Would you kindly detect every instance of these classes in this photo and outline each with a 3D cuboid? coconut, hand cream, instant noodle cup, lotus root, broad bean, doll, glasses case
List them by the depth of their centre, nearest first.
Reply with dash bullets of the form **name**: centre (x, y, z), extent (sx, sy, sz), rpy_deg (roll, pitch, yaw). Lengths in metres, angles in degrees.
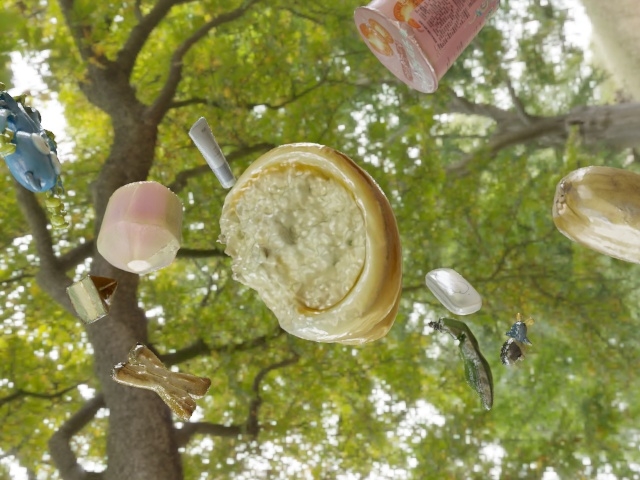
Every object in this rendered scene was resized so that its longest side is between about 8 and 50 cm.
- **broad bean**: centre (0.278, 0.218, 1.411), extent (0.195, 0.061, 0.046), rpy_deg (56, -173, 2)
- **lotus root**: centre (0.601, -0.039, 1.423), extent (0.169, 0.342, 0.152), rpy_deg (110, 175, -53)
- **instant noodle cup**: centre (0.232, -0.480, 1.614), extent (0.231, 0.243, 0.243), rpy_deg (-47, -35, -4)
- **doll**: centre (-0.643, -0.209, 1.722), extent (0.341, 0.098, 0.346), rpy_deg (-110, 2, -46)
- **glasses case**: centre (0.314, 0.118, 1.800), extent (0.197, 0.076, 0.049), rpy_deg (-125, 23, -62)
- **coconut**: centre (-0.507, -0.020, 2.155), extent (0.233, 0.233, 0.245), rpy_deg (57, -153, -48)
- **hand cream**: centre (-0.345, -0.278, 2.448), extent (0.079, 0.048, 0.255), rpy_deg (-56, -45, -33)
- **doll**: centre (0.635, 0.328, 2.460), extent (0.179, 0.102, 0.089), rpy_deg (-56, -44, -12)

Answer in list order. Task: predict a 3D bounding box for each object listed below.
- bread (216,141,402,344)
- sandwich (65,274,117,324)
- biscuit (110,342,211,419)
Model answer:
- **bread**: centre (-0.014, 0.018, 1.479), extent (0.424, 0.329, 0.245), rpy_deg (57, 172, 30)
- **sandwich**: centre (-0.572, 0.160, 1.973), extent (0.113, 0.079, 0.163), rpy_deg (62, -175, 11)
- **biscuit**: centre (-0.364, 0.322, 1.741), extent (0.047, 0.207, 0.164), rpy_deg (-61, -1, 21)
